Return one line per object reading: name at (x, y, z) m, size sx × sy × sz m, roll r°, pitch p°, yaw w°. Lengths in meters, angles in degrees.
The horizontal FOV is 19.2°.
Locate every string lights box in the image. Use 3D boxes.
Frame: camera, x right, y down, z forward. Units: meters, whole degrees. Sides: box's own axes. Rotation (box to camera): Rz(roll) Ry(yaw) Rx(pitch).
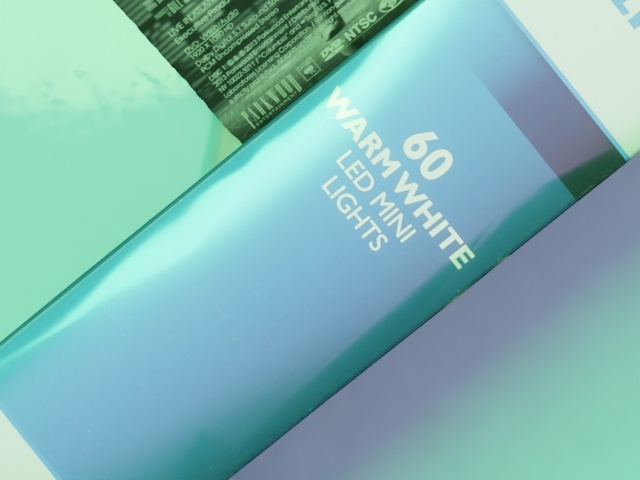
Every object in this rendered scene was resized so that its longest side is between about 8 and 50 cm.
string lights box at (0.000, 0.000, 0.597) m, size 0.259 × 0.133 × 0.077 m, roll -39°, pitch 90°, yaw 6°

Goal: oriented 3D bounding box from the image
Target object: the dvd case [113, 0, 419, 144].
dvd case at (-0.029, -0.156, 0.599) m, size 0.164 × 0.018 × 0.221 m, roll -39°, pitch 118°, yaw 6°
